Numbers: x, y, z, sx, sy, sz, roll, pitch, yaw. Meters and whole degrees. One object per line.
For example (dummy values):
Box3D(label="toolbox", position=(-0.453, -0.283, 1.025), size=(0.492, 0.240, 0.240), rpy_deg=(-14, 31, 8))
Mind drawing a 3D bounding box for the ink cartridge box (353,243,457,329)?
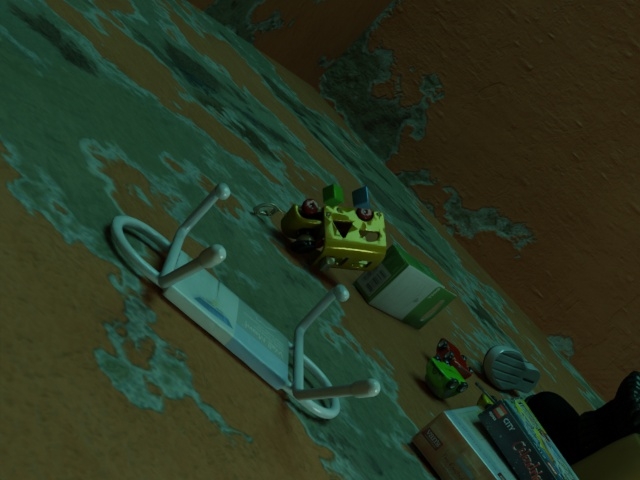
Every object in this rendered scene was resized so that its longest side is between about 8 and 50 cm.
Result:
Box3D(label="ink cartridge box", position=(0.166, 0.094, 1.800), size=(0.209, 0.109, 0.062), rpy_deg=(30, 19, -51))

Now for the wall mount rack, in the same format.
Box3D(label="wall mount rack", position=(-0.067, 0.069, 1.019), size=(0.350, 0.130, 0.304), rpy_deg=(41, 12, -15))

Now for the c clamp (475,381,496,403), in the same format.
Box3D(label="c clamp", position=(0.301, 0.314, 1.507), size=(0.137, 0.022, 0.160), rpy_deg=(40, 19, -10))

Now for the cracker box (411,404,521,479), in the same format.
Box3D(label="cracker box", position=(0.231, 0.319, 1.335), size=(0.155, 0.067, 0.232), rpy_deg=(52, 12, 20))

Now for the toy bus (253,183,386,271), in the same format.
Box3D(label="toy bus", position=(0.013, -0.001, 1.593), size=(0.191, 0.202, 0.104), rpy_deg=(40, 41, -57))

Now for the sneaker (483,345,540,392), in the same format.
Box3D(label="sneaker", position=(0.405, 0.282, 2.078), size=(0.091, 0.094, 0.258), rpy_deg=(31, -3, 36))

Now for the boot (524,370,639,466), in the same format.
Box3D(label="boot", position=(0.524, 0.335, 1.754), size=(0.131, 0.260, 0.348), rpy_deg=(12, 26, -22))

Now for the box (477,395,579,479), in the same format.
Box3D(label="box", position=(0.326, 0.335, 1.343), size=(0.233, 0.044, 0.159), rpy_deg=(57, 15, 19))

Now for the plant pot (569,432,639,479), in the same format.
Box3D(label="plant pot", position=(0.503, 0.450, 1.495), size=(0.291, 0.203, 0.291), rpy_deg=(43, 11, -10))

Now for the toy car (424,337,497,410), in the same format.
Box3D(label="toy car", position=(0.237, 0.254, 1.629), size=(0.225, 0.053, 0.239), rpy_deg=(29, 19, -53))
